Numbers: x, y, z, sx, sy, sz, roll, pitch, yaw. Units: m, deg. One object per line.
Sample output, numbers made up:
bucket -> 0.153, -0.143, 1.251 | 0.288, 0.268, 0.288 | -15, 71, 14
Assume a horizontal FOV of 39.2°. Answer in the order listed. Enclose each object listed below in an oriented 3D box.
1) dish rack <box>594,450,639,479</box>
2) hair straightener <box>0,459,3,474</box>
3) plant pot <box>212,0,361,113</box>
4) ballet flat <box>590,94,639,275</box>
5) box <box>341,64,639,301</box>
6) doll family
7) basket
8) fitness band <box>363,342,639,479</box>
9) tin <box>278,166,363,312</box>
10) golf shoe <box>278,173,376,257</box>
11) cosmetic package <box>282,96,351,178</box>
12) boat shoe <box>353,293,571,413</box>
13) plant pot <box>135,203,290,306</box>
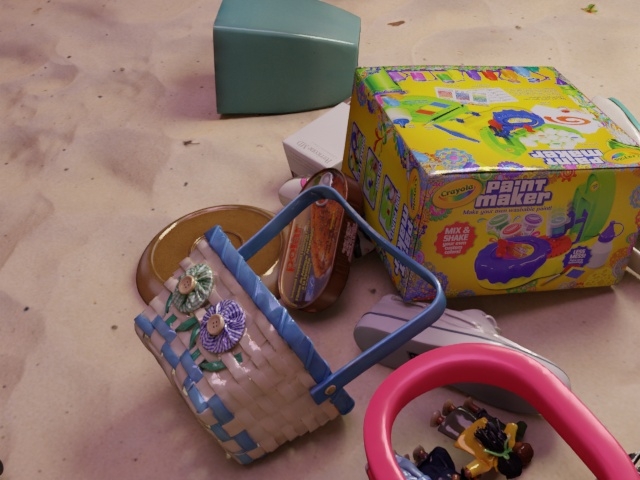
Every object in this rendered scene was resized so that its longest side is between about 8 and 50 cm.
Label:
dish rack -> 0.346, 0.305, 0.778 | 0.272, 0.074, 0.208 | 25, 48, 36
hair straightener -> -0.444, 0.290, 0.947 | 0.230, 0.047, 0.089 | -27, 43, -21
plant pot -> -0.051, -0.318, 1.529 | 0.234, 0.165, 0.165 | 5, 40, 3
ballet flat -> 0.407, -0.059, 1.173 | 0.139, 0.139, 0.400 | -14, 41, -6
box -> 0.206, -0.084, 1.129 | 0.290, 0.177, 0.279 | -3, 35, -15
doll family -> 0.142, 0.228, 0.906 | 0.193, 0.076, 0.111 | -37, 52, -24
basket -> -0.037, 0.084, 0.995 | 0.289, 0.201, 0.255 | -37, 45, -12
fitness band -> 0.163, 0.215, 0.827 | 0.209, 0.054, 0.291 | -25, 44, -12
tin -> 0.000, 0.000, 1.149 | 0.106, 0.040, 0.189 | -3, 69, 46
golf shoe -> 0.006, -0.035, 1.245 | 0.186, 0.067, 0.086 | 23, 50, 32
cosmetic package -> 0.071, -0.156, 1.349 | 0.231, 0.085, 0.117 | -35, 44, -21
boat shoe -> 0.164, 0.115, 1.016 | 0.258, 0.095, 0.084 | 18, 50, 27
plant pot -> -0.139, 0.020, 1.233 | 0.236, 0.032, 0.236 | -4, 39, 4
